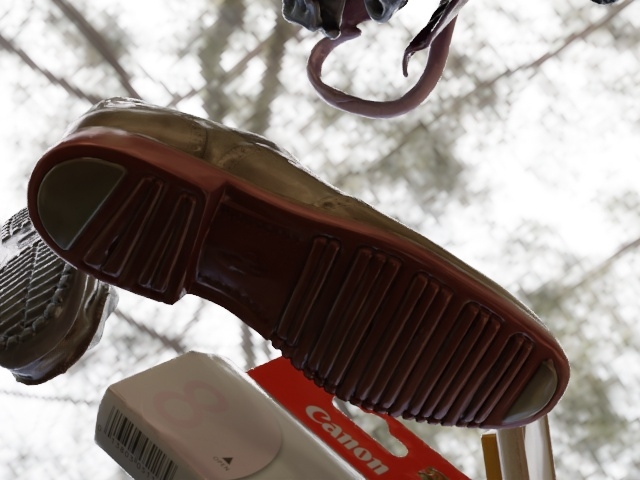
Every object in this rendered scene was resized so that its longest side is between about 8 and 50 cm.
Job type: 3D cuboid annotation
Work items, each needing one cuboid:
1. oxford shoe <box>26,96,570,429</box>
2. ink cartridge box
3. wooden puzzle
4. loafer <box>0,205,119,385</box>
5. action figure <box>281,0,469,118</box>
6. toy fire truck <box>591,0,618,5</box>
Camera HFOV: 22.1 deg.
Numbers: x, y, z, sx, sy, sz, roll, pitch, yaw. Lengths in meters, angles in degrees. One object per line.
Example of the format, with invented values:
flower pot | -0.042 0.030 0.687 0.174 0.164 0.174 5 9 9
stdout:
oxford shoe | 0.000 0.000 1.014 0.348 0.123 0.130 27 -147 -7
ink cartridge box | -0.013 0.140 1.136 0.189 0.066 0.232 38 -141 25
wooden puzzle | 0.181 0.236 1.446 0.238 0.044 0.221 0 -98 -77
loafer | -0.246 0.052 1.623 0.130 0.133 0.366 56 -171 -20
action figure | 0.151 -0.290 1.367 0.248 0.370 0.276 28 150 31
toy fire truck | 0.118 -0.259 0.840 0.246 0.158 0.217 34 154 57
